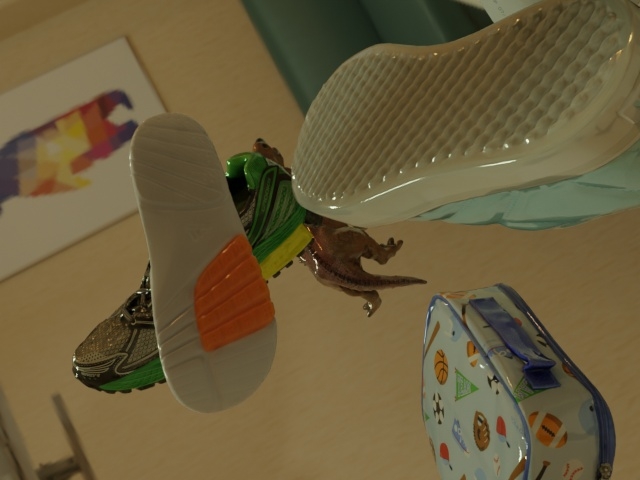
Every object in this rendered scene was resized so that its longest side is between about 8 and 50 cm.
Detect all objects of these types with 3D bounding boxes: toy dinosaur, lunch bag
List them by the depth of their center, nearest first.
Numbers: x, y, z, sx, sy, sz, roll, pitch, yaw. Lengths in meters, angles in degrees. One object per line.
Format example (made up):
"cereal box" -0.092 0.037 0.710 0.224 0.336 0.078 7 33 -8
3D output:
"lunch bag" 0.197 0.191 0.987 0.303 0.115 0.243 -120 29 -61
"toy dinosaur" 0.000 0.000 1.307 0.295 0.127 0.200 42 -171 37

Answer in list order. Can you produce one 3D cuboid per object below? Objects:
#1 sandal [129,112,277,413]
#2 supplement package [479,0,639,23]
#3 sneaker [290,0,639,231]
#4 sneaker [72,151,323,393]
"sandal" -0.103 0.018 0.836 0.076 0.102 0.265 103 154 -76
"supplement package" 0.253 -0.284 0.810 0.139 0.244 0.134 54 162 -9
"sneaker" 0.110 -0.054 0.634 0.150 0.135 0.366 24 171 -28
"sneaker" -0.165 0.031 1.101 0.134 0.343 0.146 36 170 50
